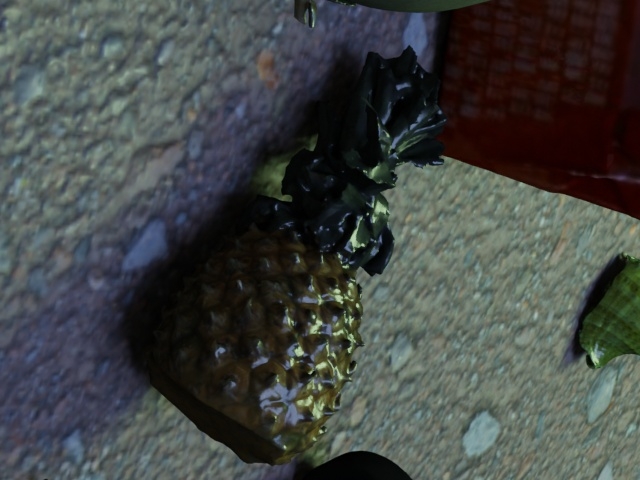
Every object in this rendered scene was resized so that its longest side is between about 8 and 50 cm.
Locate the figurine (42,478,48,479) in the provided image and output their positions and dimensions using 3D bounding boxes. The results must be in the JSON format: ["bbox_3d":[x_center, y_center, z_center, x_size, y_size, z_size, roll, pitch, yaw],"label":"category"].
[{"bbox_3d":[-0.167,0.272,0.899,0.175,0.197,0.265,20,98,-32],"label":"figurine"}]

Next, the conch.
[{"bbox_3d":[0.254,0.055,1.444,0.121,0.074,0.089,-31,103,-18],"label":"conch"}]

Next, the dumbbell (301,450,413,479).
[{"bbox_3d":[-0.021,0.204,1.108,0.191,0.100,0.100,-20,125,-47],"label":"dumbbell"}]

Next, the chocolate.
[{"bbox_3d":[0.203,-0.138,1.096,0.108,0.235,0.237,-31,134,-56],"label":"chocolate"}]

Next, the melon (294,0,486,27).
[{"bbox_3d":[0.061,-0.246,0.792,0.268,0.268,0.330,14,110,-56],"label":"melon"}]

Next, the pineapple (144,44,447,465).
[{"bbox_3d":[0.000,0.000,1.009,0.251,0.125,0.125,-59,146,-22],"label":"pineapple"}]
